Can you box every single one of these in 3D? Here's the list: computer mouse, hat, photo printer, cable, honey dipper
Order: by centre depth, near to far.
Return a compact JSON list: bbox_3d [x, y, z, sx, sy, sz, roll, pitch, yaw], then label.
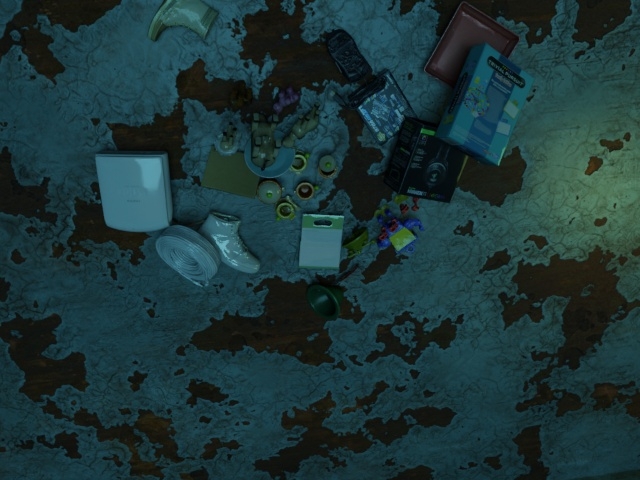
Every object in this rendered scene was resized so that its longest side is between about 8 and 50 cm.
[{"bbox_3d":[0.088,-0.588,1.719,0.184,0.060,0.262,-42,100,5],"label":"computer mouse"},{"bbox_3d":[-0.686,-0.178,1.824,0.256,0.107,0.307,0,114,-5],"label":"photo printer"},{"bbox_3d":[-0.506,0.050,1.886,0.257,0.089,0.257,32,144,-5],"label":"cable"},{"bbox_3d":[-0.530,-0.054,1.935,0.161,0.030,0.030,-16,114,0],"label":"honey dipper"},{"bbox_3d":[0.071,0.220,2.110,0.208,0.183,0.173,-11,109,47],"label":"hat"}]

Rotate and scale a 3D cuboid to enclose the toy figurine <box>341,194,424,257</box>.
[{"bbox_3d":[0.292,0.000,1.952,0.362,0.191,0.217,-38,116,13],"label":"toy figurine"}]

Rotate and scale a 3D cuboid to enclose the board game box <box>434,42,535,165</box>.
[{"bbox_3d":[0.576,-0.466,1.713,0.254,0.079,0.336,22,91,-26],"label":"board game box"}]

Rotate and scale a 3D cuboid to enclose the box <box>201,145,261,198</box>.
[{"bbox_3d":[-0.324,-0.253,1.811,0.201,0.021,0.164,13,76,-5],"label":"box"}]

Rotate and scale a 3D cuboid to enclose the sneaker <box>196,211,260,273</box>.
[{"bbox_3d":[-0.337,0.003,1.935,0.292,0.108,0.169,30,111,-15],"label":"sneaker"}]

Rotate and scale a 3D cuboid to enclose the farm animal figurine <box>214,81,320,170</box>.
[{"bbox_3d":[-0.180,-0.386,1.726,0.330,0.326,0.172,16,153,-10],"label":"farm animal figurine"}]

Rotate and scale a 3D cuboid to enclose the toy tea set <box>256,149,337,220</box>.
[{"bbox_3d":[-0.090,-0.216,1.849,0.336,0.124,0.200,-43,110,13],"label":"toy tea set"}]

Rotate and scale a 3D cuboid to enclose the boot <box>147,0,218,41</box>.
[{"bbox_3d":[-0.456,-0.716,1.625,0.165,0.077,0.213,34,104,-20],"label":"boot"}]

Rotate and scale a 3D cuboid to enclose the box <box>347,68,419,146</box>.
[{"bbox_3d":[0.232,-0.485,1.799,0.175,0.051,0.220,-35,112,10],"label":"box"}]

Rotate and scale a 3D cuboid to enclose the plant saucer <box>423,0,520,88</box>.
[{"bbox_3d":[0.534,-0.666,1.749,0.258,0.048,0.259,24,110,-15],"label":"plant saucer"}]

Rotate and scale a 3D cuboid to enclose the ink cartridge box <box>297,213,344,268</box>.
[{"bbox_3d":[0.000,0.000,1.991,0.171,0.056,0.235,2,110,-7],"label":"ink cartridge box"}]

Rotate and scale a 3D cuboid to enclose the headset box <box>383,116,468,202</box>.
[{"bbox_3d":[0.406,-0.306,1.821,0.246,0.131,0.283,8,113,-25],"label":"headset box"}]

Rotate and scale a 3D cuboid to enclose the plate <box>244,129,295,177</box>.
[{"bbox_3d":[-0.187,-0.319,1.812,0.188,0.024,0.188,0,80,1],"label":"plate"}]
